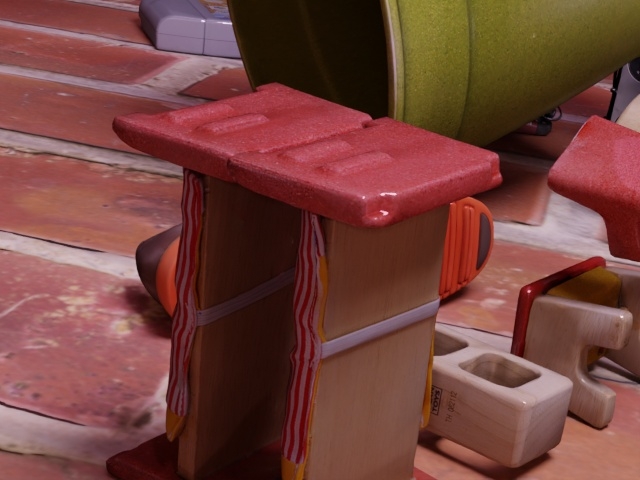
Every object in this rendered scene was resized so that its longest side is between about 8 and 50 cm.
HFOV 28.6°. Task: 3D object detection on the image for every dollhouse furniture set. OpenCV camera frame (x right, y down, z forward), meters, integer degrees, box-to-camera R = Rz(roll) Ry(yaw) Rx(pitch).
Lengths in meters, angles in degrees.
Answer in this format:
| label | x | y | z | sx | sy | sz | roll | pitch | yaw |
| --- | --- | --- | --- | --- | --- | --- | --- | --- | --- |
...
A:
| label | x | y | z | sx | sy | sz | roll | pitch | yaw |
| --- | --- | --- | --- | --- | --- | --- | --- | --- | --- |
| dollhouse furniture set | 0.069 | 0.017 | 0.709 | 0.152 | 0.201 | 0.374 | 22 | 25 | 35 |

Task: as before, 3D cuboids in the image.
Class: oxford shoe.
| label | x | y | z | sx | sy | sz | roll | pitch | yaw |
| --- | --- | --- | --- | --- | --- | --- | --- | --- | --- |
| oxford shoe | 0.000 | 0.000 | 0.898 | 0.271 | 0.097 | 0.098 | -4 | 17 | -29 |

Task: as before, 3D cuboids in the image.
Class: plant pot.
| label | x | y | z | sx | sy | sz | roll | pitch | yaw |
| --- | --- | --- | --- | --- | --- | --- | --- | --- | --- |
| plant pot | 0.136 | -0.248 | 1.107 | 0.353 | 0.366 | 0.366 | -17 | 27 | -18 |

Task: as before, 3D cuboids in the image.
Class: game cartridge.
| label | x | y | z | sx | sy | sz | roll | pitch | yaw |
| --- | --- | --- | --- | --- | --- | --- | --- | --- | --- |
| game cartridge | -0.093 | -0.297 | 1.758 | 0.297 | 0.062 | 0.198 | 1 | 16 | -18 |

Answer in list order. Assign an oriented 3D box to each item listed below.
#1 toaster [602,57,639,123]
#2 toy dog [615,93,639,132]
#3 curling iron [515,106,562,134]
| label | x | y | z | sx | sy | sz | roll | pitch | yaw |
| --- | --- | --- | --- | --- | --- | --- | --- | --- | --- |
| toaster | 0.380 | -0.172 | 1.401 | 0.110 | 0.168 | 0.186 | 14 | 21 | 10 |
| toy dog | 0.401 | -0.144 | 1.140 | 0.220 | 0.161 | 0.334 | 21 | 55 | 11 |
| curling iron | 0.145 | -0.159 | 1.464 | 0.274 | 0.035 | 0.068 | 4 | 38 | -5 |
